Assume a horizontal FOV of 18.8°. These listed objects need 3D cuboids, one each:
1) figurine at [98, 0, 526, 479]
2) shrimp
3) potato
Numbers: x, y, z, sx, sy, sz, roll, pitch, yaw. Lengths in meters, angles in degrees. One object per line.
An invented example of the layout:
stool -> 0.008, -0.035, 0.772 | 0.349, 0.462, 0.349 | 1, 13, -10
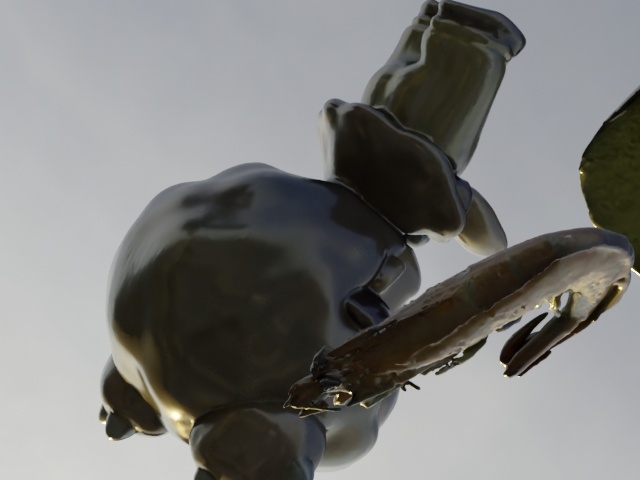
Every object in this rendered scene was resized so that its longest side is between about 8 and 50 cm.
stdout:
figurine -> 0.001, -0.001, 1.300 | 0.203, 0.381, 0.248 | 44, -12, -36
shrimp -> 0.070, 0.047, 0.928 | 0.178, 0.124, 0.034 | -30, -115, 2
potato -> 0.323, -0.092, 1.505 | 0.160, 0.111, 0.271 | 41, -49, -5
